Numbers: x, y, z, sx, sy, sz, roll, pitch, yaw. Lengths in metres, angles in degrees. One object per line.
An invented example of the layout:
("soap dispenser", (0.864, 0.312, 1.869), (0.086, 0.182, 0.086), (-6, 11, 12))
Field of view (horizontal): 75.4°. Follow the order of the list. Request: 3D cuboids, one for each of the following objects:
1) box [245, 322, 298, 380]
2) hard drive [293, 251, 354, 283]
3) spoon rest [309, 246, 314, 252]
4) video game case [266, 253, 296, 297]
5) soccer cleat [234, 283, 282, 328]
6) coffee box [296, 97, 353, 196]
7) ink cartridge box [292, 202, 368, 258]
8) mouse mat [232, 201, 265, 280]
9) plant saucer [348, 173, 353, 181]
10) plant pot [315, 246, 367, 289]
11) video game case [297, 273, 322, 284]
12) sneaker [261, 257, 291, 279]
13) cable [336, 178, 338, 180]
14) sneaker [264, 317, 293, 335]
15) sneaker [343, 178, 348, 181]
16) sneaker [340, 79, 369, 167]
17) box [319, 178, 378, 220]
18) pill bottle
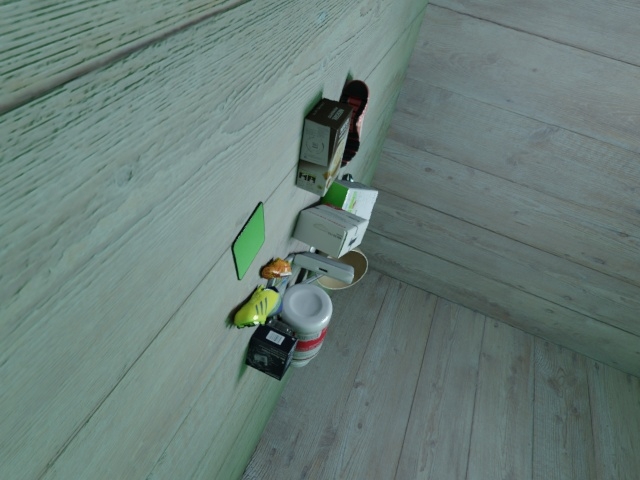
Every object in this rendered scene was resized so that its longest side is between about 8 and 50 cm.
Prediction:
("box", (-0.186, 0.421, 1.567), (0.093, 0.156, 0.158), (-54, 163, -56))
("hard drive", (0.025, 0.106, 1.732), (0.353, 0.233, 0.047), (-10, 119, -85))
("spoon rest", (0.000, 0.000, 1.990), (0.137, 0.084, 0.277), (85, 15, -74))
("video game case", (-0.160, 0.164, 1.541), (0.212, 0.023, 0.193), (-42, 153, -69))
("soccer cleat", (-0.196, 0.200, 1.288), (0.289, 0.093, 0.121), (1, 80, -76))
("coffee box", (0.009, -0.275, 1.239), (0.247, 0.098, 0.141), (102, 13, -48))
("ink cartridge box", (0.045, -0.046, 1.589), (0.273, 0.197, 0.114), (-25, 137, -65))
("mouse mat", (-0.182, 0.005, 1.074), (0.190, 0.007, 0.153), (100, 15, -58))
("plant saucer", (0.156, -0.301, 2.137), (0.192, 0.018, 0.067), (-87, 178, -74))
("plant pot", (0.091, 0.100, 2.251), (0.191, 0.284, 0.284), (-112, -150, -48))
("video game case", (-0.036, 0.186, 2.009), (0.173, 0.022, 0.190), (-29, 174, 7))
("sneaker", (-0.149, 0.090, 1.355), (0.175, 0.064, 0.067), (8, 68, -75))
("cable", (0.074, -0.161, 1.974), (0.139, 0.072, 0.287), (-80, 178, -49))
("sneaker", (-0.185, 0.431, 1.693), (0.109, 0.130, 0.286), (-62, 171, -45))
("sneaker", (0.112, -0.271, 2.060), (0.162, 0.063, 0.073), (-43, 138, -83))
("sneaker", (0.113, -0.411, 1.489), (0.136, 0.115, 0.314), (-52, 162, -65))
("box", (0.110, -0.125, 1.835), (0.231, 0.126, 0.262), (-5, 120, -50))
("pill bottle", (-0.090, 0.395, 1.845), (0.408, 0.229, 0.229), (103, 12, -46))
